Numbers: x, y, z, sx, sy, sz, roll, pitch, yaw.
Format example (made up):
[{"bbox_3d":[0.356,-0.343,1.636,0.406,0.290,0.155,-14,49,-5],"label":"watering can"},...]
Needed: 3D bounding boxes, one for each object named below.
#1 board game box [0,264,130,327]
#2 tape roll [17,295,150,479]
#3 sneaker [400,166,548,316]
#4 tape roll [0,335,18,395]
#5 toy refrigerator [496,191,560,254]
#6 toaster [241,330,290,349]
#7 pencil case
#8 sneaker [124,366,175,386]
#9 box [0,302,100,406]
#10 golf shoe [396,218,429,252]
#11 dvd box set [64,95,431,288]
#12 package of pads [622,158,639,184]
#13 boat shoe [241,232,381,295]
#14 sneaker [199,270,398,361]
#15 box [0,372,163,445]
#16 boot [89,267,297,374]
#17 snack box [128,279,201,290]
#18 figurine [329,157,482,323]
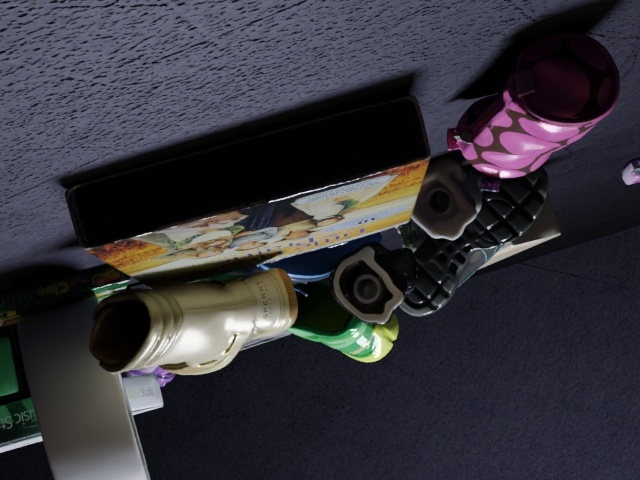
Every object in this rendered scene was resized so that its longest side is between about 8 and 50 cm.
[{"bbox_3d":[-0.363,0.079,1.625,0.260,0.030,0.136,-15,171,-15],"label":"board game box"},{"bbox_3d":[-0.275,0.215,1.604,0.100,0.286,0.286,-16,173,-9],"label":"tape roll"},{"bbox_3d":[0.197,-0.014,1.787,0.267,0.101,0.106,-44,178,22],"label":"sneaker"},{"bbox_3d":[-0.548,0.186,1.693,0.321,0.077,0.321,-10,177,-1],"label":"tape roll"},{"bbox_3d":[0.226,-0.017,1.946,0.094,0.102,0.269,-13,173,-25],"label":"toy refrigerator"},{"bbox_3d":[-0.144,0.115,2.084,0.186,0.110,0.168,-19,172,25],"label":"toaster"},{"bbox_3d":[0.179,-0.111,1.159,0.098,0.095,0.209,5,168,-7],"label":"pencil case"},{"bbox_3d":[-0.308,0.231,2.645,0.236,0.104,0.095,-24,169,39],"label":"sneaker"},{"bbox_3d":[-0.366,0.153,1.870,0.153,0.108,0.207,-11,171,-37],"label":"box"},{"bbox_3d":[0.145,-0.024,1.863,0.086,0.069,0.176,-22,174,-1],"label":"golf shoe"},{"bbox_3d":[-0.055,-0.032,1.314,0.307,0.062,0.420,-15,173,-1],"label":"dvd box set"},{"bbox_3d":[0.514,-0.113,2.150,0.050,0.032,0.083,-14,173,1],"label":"package of pads"},{"bbox_3d":[-0.020,0.023,1.640,0.089,0.109,0.258,-35,162,34],"label":"boat shoe"},{"bbox_3d":[-0.037,0.069,1.754,0.295,0.109,0.123,14,164,30],"label":"sneaker"},{"bbox_3d":[-0.412,0.258,1.902,0.322,0.058,0.232,-18,172,15],"label":"box"},{"bbox_3d":[-0.174,0.104,1.502,0.203,0.095,0.262,-9,170,-38],"label":"boot"},{"bbox_3d":[-0.202,0.071,1.893,0.141,0.037,0.100,-15,174,-16],"label":"snack box"},{"bbox_3d":[0.119,-0.004,1.641,0.215,0.092,0.209,-50,172,11],"label":"figurine"}]
